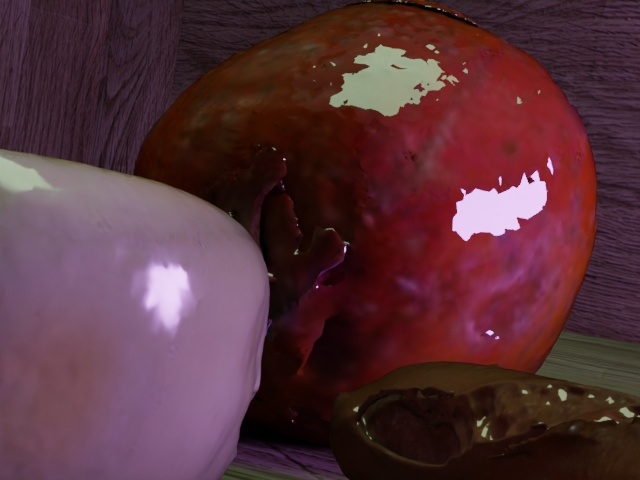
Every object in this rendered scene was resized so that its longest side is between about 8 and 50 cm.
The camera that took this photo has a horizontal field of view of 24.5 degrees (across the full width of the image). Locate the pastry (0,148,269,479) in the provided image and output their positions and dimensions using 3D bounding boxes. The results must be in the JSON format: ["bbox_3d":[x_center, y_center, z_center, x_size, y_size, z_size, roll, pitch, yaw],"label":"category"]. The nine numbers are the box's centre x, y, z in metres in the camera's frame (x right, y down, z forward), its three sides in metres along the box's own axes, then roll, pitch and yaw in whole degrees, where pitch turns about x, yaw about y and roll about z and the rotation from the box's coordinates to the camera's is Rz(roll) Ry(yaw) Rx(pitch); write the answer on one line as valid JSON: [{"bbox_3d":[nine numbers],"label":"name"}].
[{"bbox_3d":[-0.145,0.033,0.548,0.264,0.133,0.265,8,-1,0],"label":"pastry"}]

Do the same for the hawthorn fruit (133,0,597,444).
[{"bbox_3d":[0.000,0.000,0.852,0.276,0.276,0.307,8,19,36],"label":"hawthorn fruit"}]

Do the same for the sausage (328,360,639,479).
[{"bbox_3d":[0.106,0.098,0.596,0.087,0.079,0.326,-20,13,-24],"label":"sausage"}]
